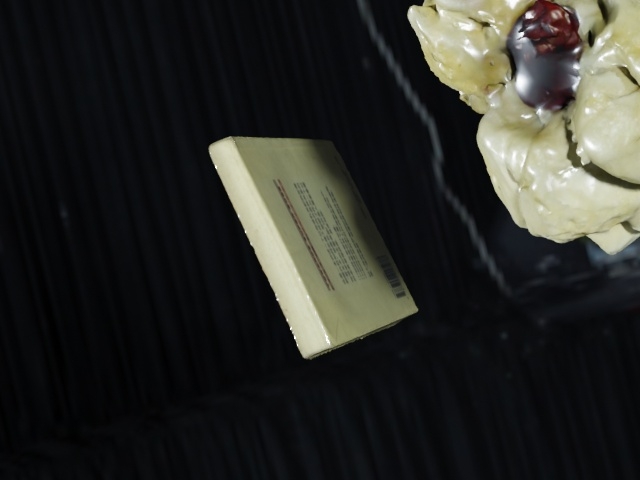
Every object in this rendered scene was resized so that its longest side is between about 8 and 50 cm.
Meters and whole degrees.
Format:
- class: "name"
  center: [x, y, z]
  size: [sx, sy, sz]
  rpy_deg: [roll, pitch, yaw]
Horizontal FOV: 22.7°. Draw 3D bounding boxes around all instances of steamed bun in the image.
- class: "steamed bun"
  center: [0.144, -0.094, 0.821]
  size: [0.192, 0.177, 0.106]
  rpy_deg: [-36, -11, 34]

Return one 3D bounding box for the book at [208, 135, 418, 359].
- class: "book"
  center: [0.000, 0.000, 1.163]
  size: [0.026, 0.161, 0.231]
  rpy_deg: [-28, -6, 17]
